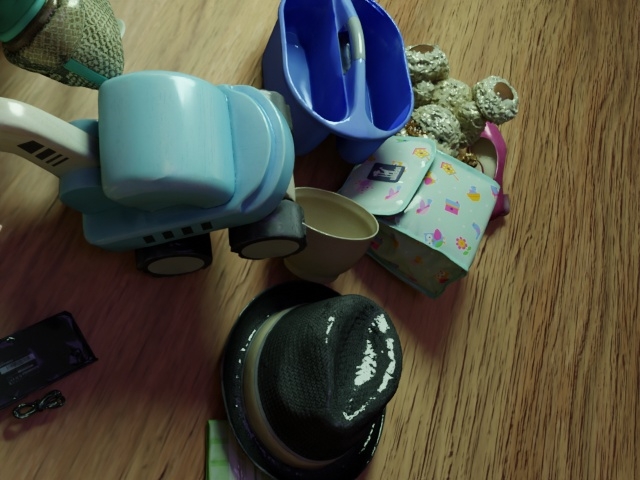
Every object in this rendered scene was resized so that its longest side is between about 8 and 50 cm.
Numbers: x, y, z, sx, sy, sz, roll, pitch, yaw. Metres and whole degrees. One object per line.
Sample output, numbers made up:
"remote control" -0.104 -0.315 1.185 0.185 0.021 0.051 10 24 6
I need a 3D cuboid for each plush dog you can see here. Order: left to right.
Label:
"plush dog" 0.231 -0.233 1.402 0.262 0.210 0.225 31 65 11

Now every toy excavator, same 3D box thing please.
"toy excavator" -0.271 -0.108 0.848 0.445 0.433 0.222 42 39 -66

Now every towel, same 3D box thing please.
"towel" -0.095 0.315 0.994 0.152 0.023 0.113 12 62 -31

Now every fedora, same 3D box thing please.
"fedora" 0.017 0.191 1.025 0.334 0.152 0.334 19 54 -29

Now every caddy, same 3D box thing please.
"caddy" 0.032 -0.299 1.211 0.241 0.179 0.341 5 63 -22

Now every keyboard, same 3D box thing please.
"keyboard" -0.363 0.167 0.847 0.180 0.023 0.108 -27 82 -41

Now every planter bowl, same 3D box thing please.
"planter bowl" 0.000 0.000 1.118 0.162 0.109 0.162 16 26 -8

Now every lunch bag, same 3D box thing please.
"lunch bag" 0.166 -0.062 1.267 0.262 0.160 0.223 33 57 -3

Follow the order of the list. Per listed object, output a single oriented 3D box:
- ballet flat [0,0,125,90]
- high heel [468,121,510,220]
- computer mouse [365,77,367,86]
"ballet flat" -0.365 -0.372 0.959 0.182 0.164 0.483 31 28 -52
"high heel" 0.344 -0.162 1.496 0.117 0.082 0.244 -6 88 -49
"computer mouse" 0.079 -0.299 1.376 0.106 0.042 0.193 43 56 -9
